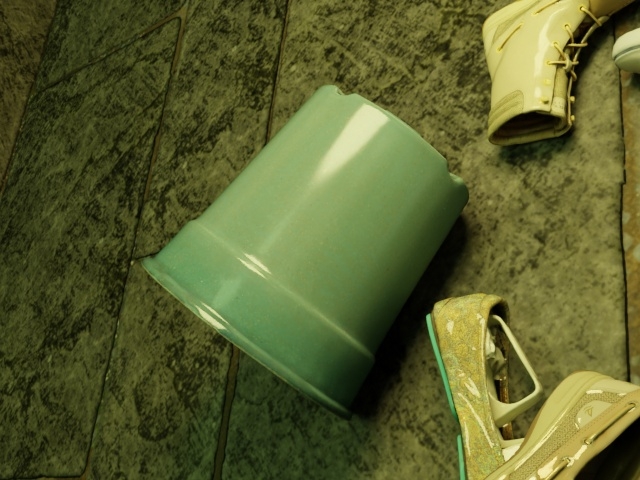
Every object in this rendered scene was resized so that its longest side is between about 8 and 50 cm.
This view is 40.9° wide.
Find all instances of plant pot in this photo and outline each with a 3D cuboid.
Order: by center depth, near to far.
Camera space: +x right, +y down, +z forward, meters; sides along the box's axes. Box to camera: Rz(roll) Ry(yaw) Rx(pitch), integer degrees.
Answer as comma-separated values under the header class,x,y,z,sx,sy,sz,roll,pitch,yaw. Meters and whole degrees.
class,x,y,z,sx,sy,sz,roll,pitch,yaw
plant pot,0.000,0.000,1.137,0.334,0.341,0.341,-53,41,-5

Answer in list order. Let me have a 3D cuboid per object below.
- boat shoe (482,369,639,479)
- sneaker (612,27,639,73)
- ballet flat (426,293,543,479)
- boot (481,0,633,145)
class,x,y,z,sx,sy,sz,roll,pitch,yaw
boat shoe,0.225,0.268,0.825,0.341,0.122,0.110,-52,28,-22
sneaker,0.439,-0.190,0.970,0.258,0.094,0.091,17,90,53
ballet flat,0.202,0.211,0.964,0.123,0.123,0.349,-29,50,30
boot,0.321,-0.246,1.108,0.262,0.095,0.203,-21,53,42
